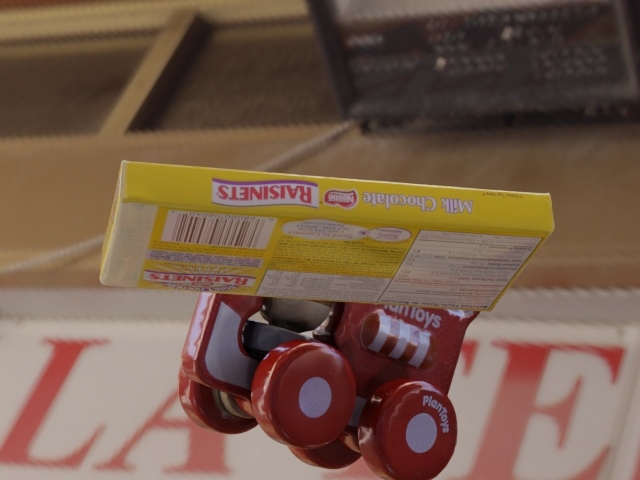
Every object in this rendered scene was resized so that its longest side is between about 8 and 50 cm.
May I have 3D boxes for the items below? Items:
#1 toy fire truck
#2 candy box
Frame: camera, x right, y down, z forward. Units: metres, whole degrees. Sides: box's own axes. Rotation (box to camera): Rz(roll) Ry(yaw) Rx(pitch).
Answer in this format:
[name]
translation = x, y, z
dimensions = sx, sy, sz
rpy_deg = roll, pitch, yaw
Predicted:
[toy fire truck]
translation = 0.015, 0.084, 1.674
dimensions = 0.302, 0.254, 0.169
rpy_deg = 24, -13, -32
[candy box]
translation = 0.000, 0.000, 0.853
dimensions = 0.205, 0.027, 0.105
rpy_deg = 4, -22, -11
